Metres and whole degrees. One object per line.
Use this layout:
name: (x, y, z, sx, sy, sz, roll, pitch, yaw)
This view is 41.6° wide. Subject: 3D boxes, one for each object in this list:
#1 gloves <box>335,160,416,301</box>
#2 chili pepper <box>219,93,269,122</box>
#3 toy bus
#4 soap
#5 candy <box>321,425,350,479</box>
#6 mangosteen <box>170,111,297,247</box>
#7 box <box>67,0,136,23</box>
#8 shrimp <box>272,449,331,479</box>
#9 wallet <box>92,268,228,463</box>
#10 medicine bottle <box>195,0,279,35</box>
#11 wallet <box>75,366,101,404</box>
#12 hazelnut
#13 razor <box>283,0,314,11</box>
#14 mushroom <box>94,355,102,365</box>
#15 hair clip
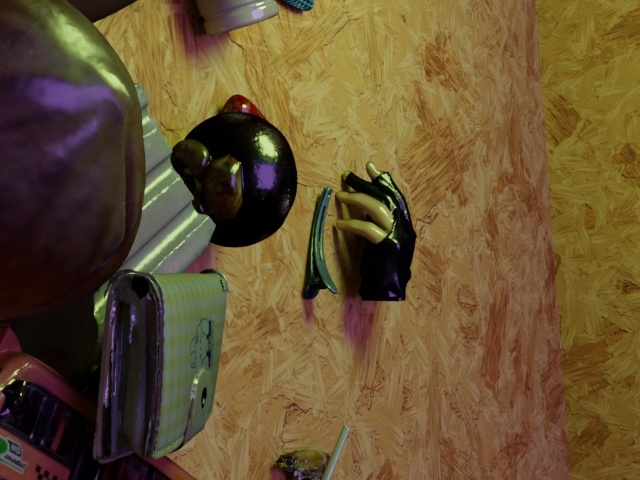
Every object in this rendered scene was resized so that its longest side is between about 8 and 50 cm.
gloves: (0.122, -0.016, 1.759, 0.197, 0.152, 0.300, 19, 53, -83)
chili pepper: (-0.124, -0.196, 1.457, 0.123, 0.070, 0.073, 46, 66, -47)
toy bus: (-0.316, 0.299, 0.978, 0.427, 0.203, 0.233, 53, 40, -41)
soap: (-0.305, -0.022, 1.067, 0.302, 0.159, 0.257, -54, 133, -48)
candy: (-0.017, 0.486, 1.468, 0.124, 0.124, 0.365, 55, 47, -38)
mangosteen: (-0.155, -0.089, 1.279, 0.250, 0.211, 0.211, -11, 95, -46)
box: (-0.323, -0.387, 0.996, 0.216, 0.301, 0.301, -54, 129, -38)
shrimp: (-0.032, 0.430, 1.550, 0.180, 0.041, 0.099, 33, 74, -52)
wallet: (-0.178, 0.143, 1.030, 0.309, 0.077, 0.223, 20, 70, -81)
medicine bottle: (-0.164, -0.472, 1.372, 0.133, 0.133, 0.249, -42, 120, -51)
wallet: (-0.250, 0.191, 1.245, 0.285, 0.030, 0.146, -51, 131, -48)
hazelnut: (-0.359, -0.100, 0.857, 0.409, 0.359, 0.359, 58, 41, -25)
razor: (-0.088, -0.478, 1.571, 0.082, 0.042, 0.253, -56, 152, 18)
mushroom: (-0.296, 0.133, 1.146, 0.084, 0.067, 0.083, 11, 51, -14)
hair clip: (0.000, 0.000, 1.642, 0.039, 0.070, 0.229, 26, 57, -49)
